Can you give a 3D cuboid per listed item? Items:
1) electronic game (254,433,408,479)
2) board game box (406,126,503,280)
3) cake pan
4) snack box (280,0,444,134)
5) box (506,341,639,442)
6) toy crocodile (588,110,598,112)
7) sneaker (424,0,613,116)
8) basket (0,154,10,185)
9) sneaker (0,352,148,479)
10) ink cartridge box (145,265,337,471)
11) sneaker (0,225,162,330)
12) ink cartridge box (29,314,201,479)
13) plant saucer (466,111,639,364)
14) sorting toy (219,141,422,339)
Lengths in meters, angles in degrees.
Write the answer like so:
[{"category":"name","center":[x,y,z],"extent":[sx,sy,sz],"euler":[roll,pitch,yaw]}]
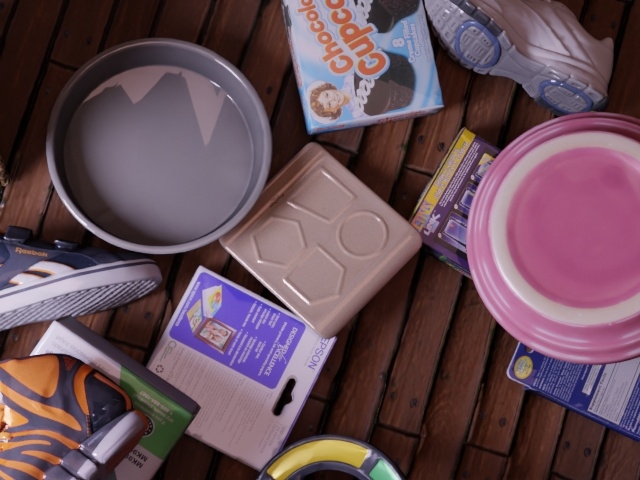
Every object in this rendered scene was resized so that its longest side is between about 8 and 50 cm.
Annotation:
[{"category":"electronic game","center":[0.012,0.358,1.779],"extent":[0.229,0.048,0.229],"euler":[-3,77,15]},{"category":"board game box","center":[0.208,-0.044,1.930],"extent":[0.141,0.048,0.170],"euler":[31,80,-1]},{"category":"cake pan","center":[-0.210,-0.120,1.866],"extent":[0.293,0.054,0.293],"euler":[1,78,-6]},{"category":"snack box","center":[0.043,-0.316,1.934],"extent":[0.187,0.060,0.322],"euler":[-11,85,-9]},{"category":"box","center":[0.372,0.171,1.932],"extent":[0.225,0.036,0.136],"euler":[26,80,-5]},{"category":"toy crocodile","center":[0.389,-0.008,1.910],"extent":[0.105,0.115,0.340],"euler":[-11,75,14]},{"category":"sneaker","center":[0.274,-0.283,1.948],"extent":[0.297,0.111,0.129],"euler":[30,61,-14]},{"category":"basket","center":[-0.521,-0.146,1.712],"extent":[0.223,0.299,0.213],"euler":[-22,86,-10]},{"category":"sneaker","center":[-0.365,0.258,1.620],"extent":[0.180,0.124,0.321],"euler":[42,60,8]},{"category":"ink cartridge box","center":[-0.115,0.171,1.859],"extent":[0.208,0.045,0.206],"euler":[28,81,-2]},{"category":"sneaker","center":[-0.367,0.038,1.800],"extent":[0.321,0.126,0.127],"euler":[-12,71,-17]},{"category":"ink cartridge box","center":[-0.317,0.270,1.758],"extent":[0.211,0.121,0.289],"euler":[34,90,-1]},{"category":"plant saucer","center":[0.346,-0.009,1.818],"extent":[0.332,0.084,0.332],"euler":[-3,79,16]},{"category":"sorting toy","center":[0.000,0.000,1.886],"extent":[0.208,0.038,0.193],"euler":[43,79,12]}]
